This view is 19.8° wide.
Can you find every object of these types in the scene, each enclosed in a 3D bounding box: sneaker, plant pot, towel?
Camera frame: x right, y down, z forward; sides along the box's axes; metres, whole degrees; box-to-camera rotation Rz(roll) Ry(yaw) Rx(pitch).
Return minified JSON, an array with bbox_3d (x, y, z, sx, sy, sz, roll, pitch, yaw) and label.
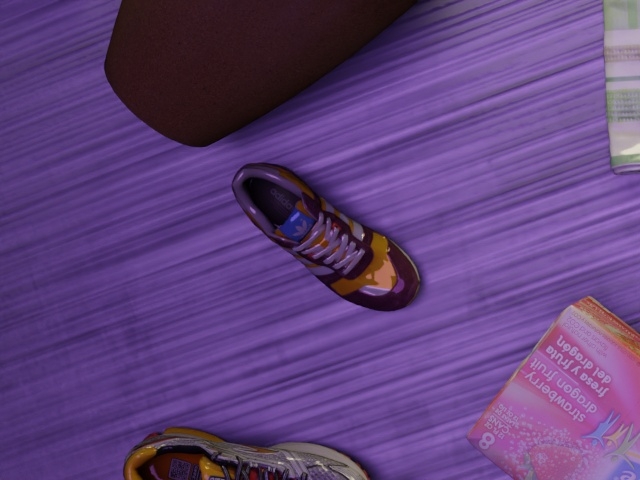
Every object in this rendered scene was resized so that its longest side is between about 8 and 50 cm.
[{"bbox_3d":[0.000,0.000,1.569,0.185,0.084,0.069,34,98,12],"label":"sneaker"},{"bbox_3d":[-0.063,-0.206,1.526,0.237,0.237,0.254,46,113,9],"label":"plant pot"},{"bbox_3d":[-0.066,0.217,1.583,0.225,0.093,0.088,5,92,13],"label":"sneaker"},{"bbox_3d":[0.293,-0.134,1.527,0.113,0.023,0.152,-4,89,13],"label":"towel"}]

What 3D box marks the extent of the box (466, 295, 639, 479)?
[{"bbox_3d":[0.283,0.191,1.466,0.300,0.154,0.142,39,99,10],"label":"box"}]
